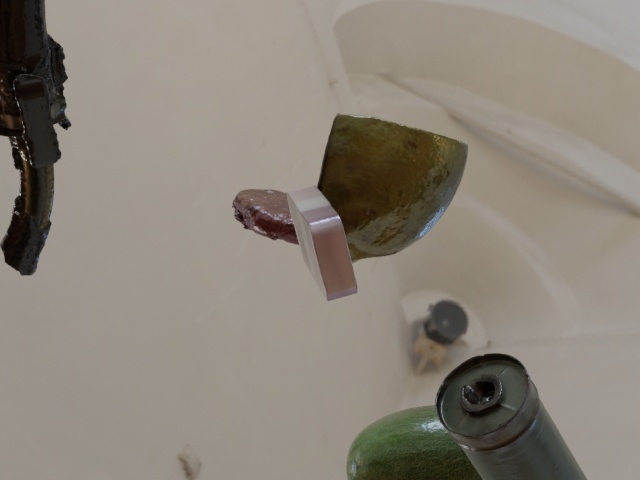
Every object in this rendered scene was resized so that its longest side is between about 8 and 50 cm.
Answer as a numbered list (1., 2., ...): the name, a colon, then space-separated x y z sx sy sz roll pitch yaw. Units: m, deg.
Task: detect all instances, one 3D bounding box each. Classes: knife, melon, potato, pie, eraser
1. knife: -0.123 -0.070 0.380 0.021 0.045 0.222 49 -48 40
2. melon: 0.183 0.349 1.423 0.287 0.182 0.182 -10 -58 3
3. potato: 0.062 -0.034 0.817 0.120 0.081 0.149 11 -83 12
4. pie: -0.038 -0.035 1.288 0.182 0.182 0.050 18 -76 12
5. eraser: 0.000 0.000 0.689 0.026 0.105 0.065 -14 -71 -7

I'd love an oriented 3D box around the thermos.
1. thermos: 0.157 0.172 0.698 0.188 0.073 0.083 56 -11 -31
